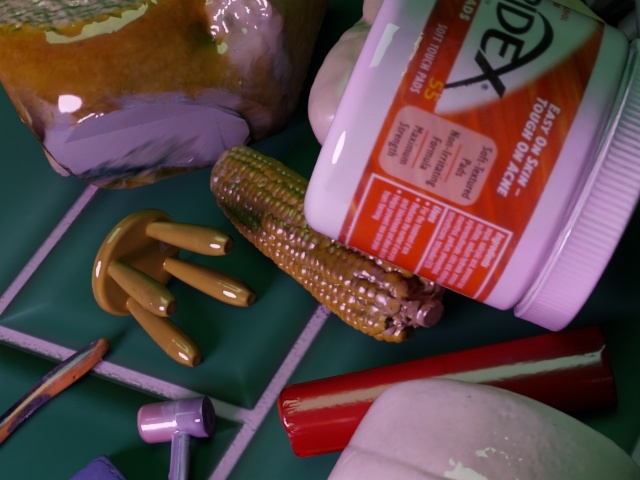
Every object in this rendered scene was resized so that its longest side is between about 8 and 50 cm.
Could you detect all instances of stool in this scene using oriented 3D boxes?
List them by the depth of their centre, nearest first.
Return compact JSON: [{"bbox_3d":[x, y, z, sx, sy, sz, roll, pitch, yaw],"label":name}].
[{"bbox_3d":[-0.140,0.039,1.351,0.110,0.134,0.135,25,106,34],"label":"stool"}]

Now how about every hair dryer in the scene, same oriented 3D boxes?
[{"bbox_3d":[-0.129,0.193,1.261,0.063,0.037,0.114,-10,54,13],"label":"hair dryer"}]

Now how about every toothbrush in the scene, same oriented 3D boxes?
[{"bbox_3d":[-0.320,0.196,1.331,0.321,0.023,0.031,-39,51,-16],"label":"toothbrush"}]

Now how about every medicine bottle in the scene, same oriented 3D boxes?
[{"bbox_3d":[0.137,-0.083,1.188,0.240,0.252,0.252,23,56,1],"label":"medicine bottle"}]

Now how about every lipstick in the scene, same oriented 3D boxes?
[{"bbox_3d":[0.106,0.130,1.208,0.279,0.073,0.073,-12,47,9],"label":"lipstick"}]

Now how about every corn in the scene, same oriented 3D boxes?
[{"bbox_3d":[0.000,0.000,1.346,0.097,0.097,0.320,-39,47,-16],"label":"corn"}]

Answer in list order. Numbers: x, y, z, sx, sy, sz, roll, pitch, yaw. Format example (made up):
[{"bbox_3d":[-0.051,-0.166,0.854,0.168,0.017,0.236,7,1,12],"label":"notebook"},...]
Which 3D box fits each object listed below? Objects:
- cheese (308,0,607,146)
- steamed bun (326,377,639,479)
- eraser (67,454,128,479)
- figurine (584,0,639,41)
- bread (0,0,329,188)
[{"bbox_3d":[0.194,-0.202,1.441,0.328,0.130,0.351,12,54,22],"label":"cheese"},{"bbox_3d":[0.116,0.200,1.076,0.241,0.164,0.146,13,56,27],"label":"steamed bun"},{"bbox_3d":[-0.164,0.263,1.204,0.082,0.036,0.225,-38,48,-16],"label":"eraser"},{"bbox_3d":[0.324,-0.265,1.430,0.133,0.200,0.276,-38,71,7],"label":"figurine"},{"bbox_3d":[-0.147,-0.205,1.492,0.395,0.239,0.264,-15,50,4],"label":"bread"}]
